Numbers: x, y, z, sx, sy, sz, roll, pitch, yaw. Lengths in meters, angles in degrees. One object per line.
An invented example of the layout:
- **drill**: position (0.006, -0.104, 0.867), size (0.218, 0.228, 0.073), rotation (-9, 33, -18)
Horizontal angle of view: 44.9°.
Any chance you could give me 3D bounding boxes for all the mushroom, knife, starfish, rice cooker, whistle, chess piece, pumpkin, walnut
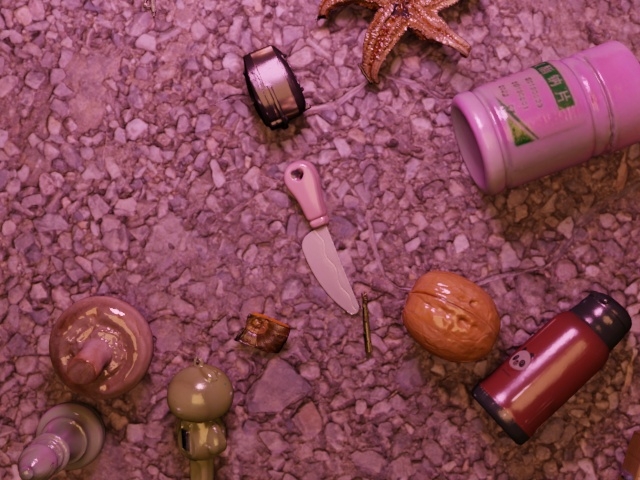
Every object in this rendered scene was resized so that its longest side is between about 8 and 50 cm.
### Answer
- **mushroom**: position (-0.435, 0.217, 1.509), size (0.207, 0.215, 0.208), rotation (0, 100, 1)
- **knife**: position (-0.003, 0.000, 1.584), size (0.081, 0.043, 0.336), rotation (-17, 93, 13)
- **starfish**: position (0.168, -0.450, 1.540), size (0.312, 0.113, 0.303), rotation (33, 89, 9)
- **rice cooker**: position (-0.094, -0.303, 1.542), size (0.106, 0.112, 0.165), rotation (-31, 91, -5)
- **whistle**: position (-0.230, 0.371, 1.570), size (0.141, 0.141, 0.294), rotation (-8, 110, 1)
- **chess piece**: position (-0.515, 0.405, 1.485), size (0.139, 0.272, 0.139), rotation (0, 93, 1)
- **pumpkin**: position (-0.118, 0.190, 1.595), size (0.101, 0.035, 0.073), rotation (22, 103, -3)
- **walnut**: position (0.259, 0.152, 1.526), size (0.197, 0.165, 0.165), rotation (35, 92, 7)

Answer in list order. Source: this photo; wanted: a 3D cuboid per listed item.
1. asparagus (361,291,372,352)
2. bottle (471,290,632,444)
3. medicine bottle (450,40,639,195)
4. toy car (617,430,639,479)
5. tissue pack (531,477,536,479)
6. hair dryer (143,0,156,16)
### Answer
- **asparagus**: position (0.095, 0.168, 1.598), size (0.015, 0.018, 0.127), rotation (-6, 92, -32)
- **bottle**: position (0.465, 0.241, 1.530), size (0.336, 0.144, 0.144), rotation (-43, 90, 2)
- **medicine bottle**: position (0.435, -0.233, 1.485), size (0.325, 0.212, 0.212), rotation (-19, 91, 2)
- **toy car**: position (0.658, 0.517, 1.557), size (0.124, 0.101, 0.257), rotation (17, 91, 1)
- **tissue pack**: position (0.422, 0.723, 1.528), size (0.287, 0.162, 0.388), rotation (38, 94, 5)
- **hair dryer**: position (-0.319, -0.580, 1.574), size (0.167, 0.067, 0.199), rotation (-28, 102, -4)
